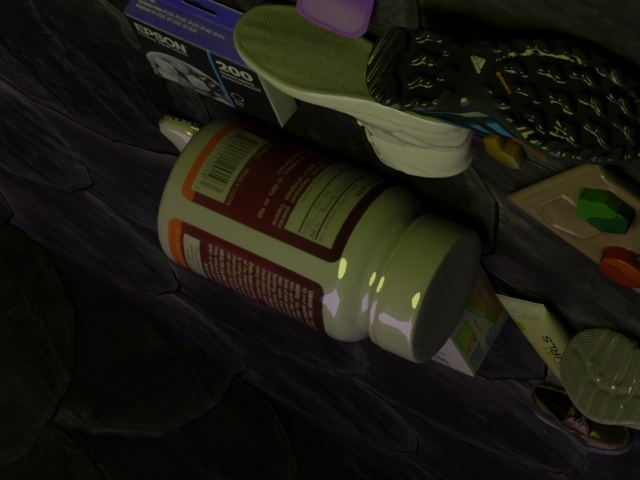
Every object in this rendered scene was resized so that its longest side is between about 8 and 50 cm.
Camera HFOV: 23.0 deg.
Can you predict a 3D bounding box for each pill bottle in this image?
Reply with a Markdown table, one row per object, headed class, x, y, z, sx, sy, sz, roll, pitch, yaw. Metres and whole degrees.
| class | x | y | z | sx | sy | sz | roll | pitch | yaw |
| --- | --- | --- | --- | --- | --- | --- | --- | --- | --- |
| pill bottle | 0.000 | 0.000 | 2.099 | 0.392 | 0.224 | 0.224 | 25 | 163 | 23 |

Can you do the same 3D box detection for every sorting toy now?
| class | x | y | z | sx | sy | sz | roll | pitch | yaw |
| --- | --- | --- | --- | --- | --- | --- | --- | --- | --- |
| sorting toy | 0.301 | -0.031 | 1.796 | 0.307 | 0.041 | 0.229 | 34 | 163 | -13 |

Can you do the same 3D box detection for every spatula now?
| class | x | y | z | sx | sy | sz | roll | pitch | yaw |
| --- | --- | --- | --- | --- | --- | --- | --- | --- | --- |
| spatula | 0.021 | -0.283 | 1.562 | 0.084 | 0.030 | 0.296 | 28 | 163 | 6 |

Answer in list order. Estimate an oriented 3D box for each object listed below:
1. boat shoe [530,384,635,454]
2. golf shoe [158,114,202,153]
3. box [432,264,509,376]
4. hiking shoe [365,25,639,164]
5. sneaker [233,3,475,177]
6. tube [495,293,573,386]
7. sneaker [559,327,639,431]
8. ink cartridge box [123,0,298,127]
| class | x | y | z | sx | sy | sz | roll | pitch | yaw |
| --- | --- | --- | --- | --- | --- | --- | --- | --- | --- |
| boat shoe | 0.410 | 0.283 | 2.499 | 0.183 | 0.066 | 0.066 | 21 | 160 | 31 |
| golf shoe | -0.175 | -0.113 | 2.321 | 0.176 | 0.086 | 0.069 | 35 | 165 | -9 |
| box | 0.177 | 0.090 | 2.248 | 0.103 | 0.114 | 0.203 | 22 | 162 | 32 |
| hiking shoe | 0.202 | -0.151 | 1.561 | 0.304 | 0.113 | 0.132 | 19 | -172 | 23 |
| sneaker | 0.040 | -0.155 | 1.774 | 0.292 | 0.108 | 0.169 | 24 | 160 | 17 |
| tube | 0.339 | 0.154 | 2.263 | 0.070 | 0.062 | 0.240 | -25 | 129 | 21 |
| sneaker | 0.474 | 0.228 | 2.128 | 0.180 | 0.125 | 0.321 | 25 | -175 | -40 |
| ink cartridge box | -0.142 | -0.238 | 1.963 | 0.206 | 0.045 | 0.208 | 25 | 162 | 21 |
